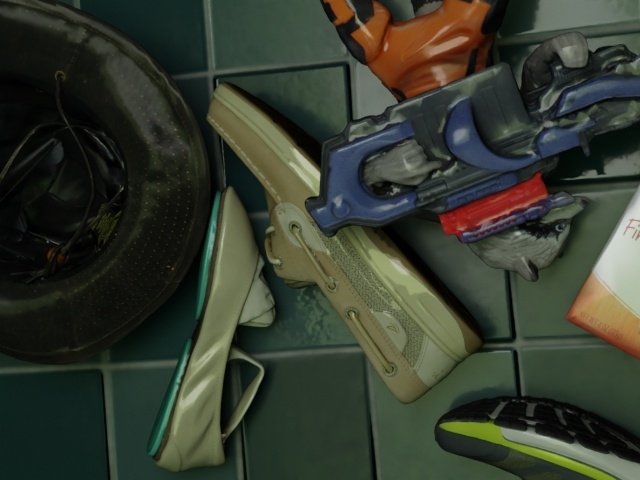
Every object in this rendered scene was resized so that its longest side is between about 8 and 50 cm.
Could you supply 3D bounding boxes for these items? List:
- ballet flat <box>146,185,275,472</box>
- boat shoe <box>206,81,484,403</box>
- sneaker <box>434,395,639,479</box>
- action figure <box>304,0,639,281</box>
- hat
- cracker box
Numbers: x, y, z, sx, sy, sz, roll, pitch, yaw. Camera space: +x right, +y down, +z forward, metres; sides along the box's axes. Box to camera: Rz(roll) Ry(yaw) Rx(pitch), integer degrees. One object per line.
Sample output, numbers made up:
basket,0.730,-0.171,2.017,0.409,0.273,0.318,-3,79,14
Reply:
ballet flat,-0.081,0.080,1.043,0.086,0.086,0.248,17,97,14
boat shoe,0.000,0.000,0.999,0.098,0.109,0.302,-43,86,11
sneaker,0.222,0.213,0.944,0.300,0.111,0.121,22,101,16
action figure,0.144,-0.136,0.931,0.341,0.178,0.330,-13,91,8
hat,-0.253,-0.063,1.050,0.331,0.134,0.331,0,103,1
cracker box,0.311,-0.004,0.933,0.156,0.067,0.232,29,98,13
